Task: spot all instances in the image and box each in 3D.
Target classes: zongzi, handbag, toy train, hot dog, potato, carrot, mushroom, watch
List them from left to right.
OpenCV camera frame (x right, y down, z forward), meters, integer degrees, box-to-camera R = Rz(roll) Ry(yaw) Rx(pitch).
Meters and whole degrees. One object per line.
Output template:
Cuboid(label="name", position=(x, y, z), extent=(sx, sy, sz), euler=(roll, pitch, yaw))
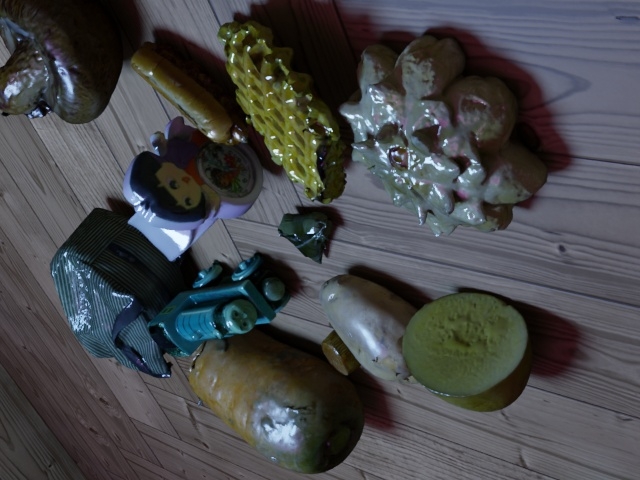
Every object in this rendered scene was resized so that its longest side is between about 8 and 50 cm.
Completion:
Cuboid(label="mushroom", position=(-0.445, -0.311, 1.754), extent=(0.283, 0.195, 0.263), euler=(-31, 97, 42))
Cuboid(label="handbag", position=(-0.390, 0.116, 2.218), extent=(0.240, 0.247, 0.341), euler=(14, 140, 26))
Cuboid(label="watch", position=(-0.239, -0.076, 1.768), extent=(0.196, 0.244, 0.231), euler=(46, 143, -8))
Cuboid(label="hot dog", position=(-0.195, -0.233, 1.674), extent=(0.249, 0.076, 0.102), euler=(43, -168, 18))
Cuboid(label="toy train", position=(-0.191, 0.132, 2.030), extent=(0.120, 0.194, 0.298), euler=(53, 148, -16))
Cuboid(label="carrot", position=(-0.082, 0.315, 2.120), extent=(0.340, 0.224, 0.224), euler=(29, 148, 37))
Cuboid(label="zongzi", position=(0.000, 0.000, 1.780), extent=(0.109, 0.055, 0.119), euler=(-3, 139, 49))
Cuboid(label="potato", position=(0.098, 0.151, 1.777), extent=(0.235, 0.128, 0.161), euler=(50, 146, -3))
Cuboid(label="potato", position=(0.243, 0.191, 1.641), extent=(0.203, 0.178, 0.158), euler=(-8, 144, 24))

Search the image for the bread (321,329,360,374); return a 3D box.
Cuboid(label="bread", position=(0.043, 0.206, 1.990), extent=(0.085, 0.053, 0.085), euler=(43, 158, 23))

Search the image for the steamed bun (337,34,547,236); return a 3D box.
Cuboid(label="steamed bun", position=(0.145, -0.109, 1.379), extent=(0.292, 0.137, 0.295), euler=(31, 147, 18))

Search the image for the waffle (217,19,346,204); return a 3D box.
Cuboid(label="waffle", position=(-0.047, -0.174, 1.521), extent=(0.307, 0.060, 0.312), euler=(43, 163, 49))
